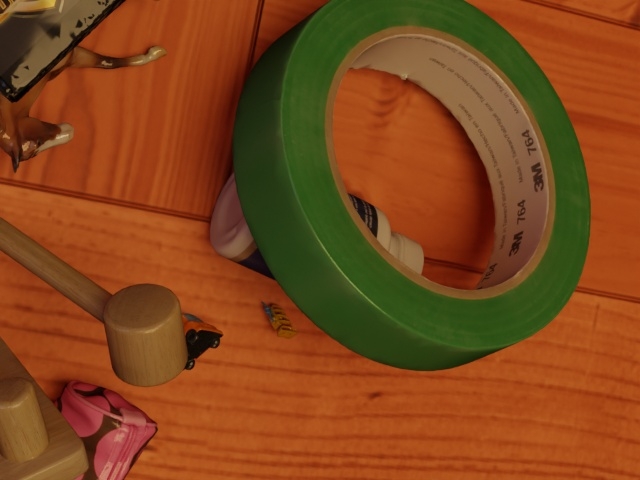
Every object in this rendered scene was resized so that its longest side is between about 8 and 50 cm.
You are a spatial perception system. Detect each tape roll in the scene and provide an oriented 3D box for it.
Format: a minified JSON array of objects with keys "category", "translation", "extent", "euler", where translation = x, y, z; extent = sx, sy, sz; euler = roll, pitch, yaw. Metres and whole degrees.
[{"category":"tape roll","translation":[0.081,-0.054,1.588],"extent":[0.321,0.077,0.321],"euler":[14,65,-31]}]

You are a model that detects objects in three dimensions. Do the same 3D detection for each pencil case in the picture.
[{"category":"pencil case","translation":[-0.206,0.220,1.547],"extent":[0.095,0.098,0.209],"euler":[26,84,-24]}]

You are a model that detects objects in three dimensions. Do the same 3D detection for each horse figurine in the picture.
[{"category":"horse figurine","translation":[-0.223,-0.207,1.515],"extent":[0.174,0.066,0.263],"euler":[-27,106,-25]}]

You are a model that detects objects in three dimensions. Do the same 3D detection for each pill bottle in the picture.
[{"category":"pill bottle","translation":[0.000,0.000,1.619],"extent":[0.169,0.094,0.094],"euler":[25,85,-24]}]

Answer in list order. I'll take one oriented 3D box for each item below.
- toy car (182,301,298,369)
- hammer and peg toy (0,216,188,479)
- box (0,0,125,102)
[{"category":"toy car","translation":[-0.085,0.080,1.632],"extent":[0.122,0.060,0.040],"euler":[-2,52,-40]},{"category":"hammer and peg toy","translation":[-0.287,0.127,1.429],"extent":[0.361,0.266,0.127],"euler":[-25,127,-21]},{"category":"box","translation":[-0.228,-0.307,1.433],"extent":[0.295,0.073,0.293],"euler":[-44,96,-5]}]
